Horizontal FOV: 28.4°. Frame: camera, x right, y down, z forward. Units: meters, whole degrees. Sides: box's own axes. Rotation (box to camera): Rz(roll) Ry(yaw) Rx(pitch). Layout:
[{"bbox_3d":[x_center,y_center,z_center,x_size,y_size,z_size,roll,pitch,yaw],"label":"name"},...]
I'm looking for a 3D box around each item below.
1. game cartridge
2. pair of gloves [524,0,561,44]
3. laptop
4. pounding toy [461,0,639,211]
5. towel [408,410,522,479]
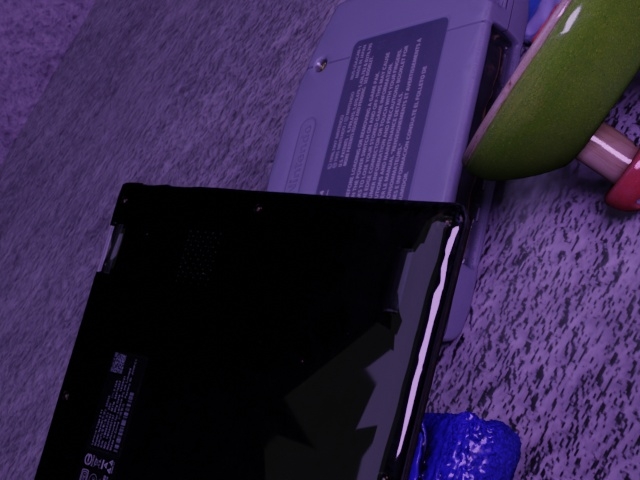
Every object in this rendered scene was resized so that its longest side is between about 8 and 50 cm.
[{"bbox_3d":[0.046,-0.061,0.955,0.198,0.062,0.297,-10,59,48],"label":"game cartridge"},{"bbox_3d":[0.120,-0.142,1.009,0.198,0.023,0.159,-55,25,7],"label":"pair of gloves"},{"bbox_3d":[-0.052,0.182,0.761,0.408,0.236,0.382,5,77,45],"label":"laptop"},{"bbox_3d":[0.188,-0.101,0.782,0.183,0.110,0.237,-58,-6,28],"label":"pounding toy"},{"bbox_3d":[0.000,0.235,0.684,0.227,0.076,0.308,-17,54,68],"label":"towel"}]
